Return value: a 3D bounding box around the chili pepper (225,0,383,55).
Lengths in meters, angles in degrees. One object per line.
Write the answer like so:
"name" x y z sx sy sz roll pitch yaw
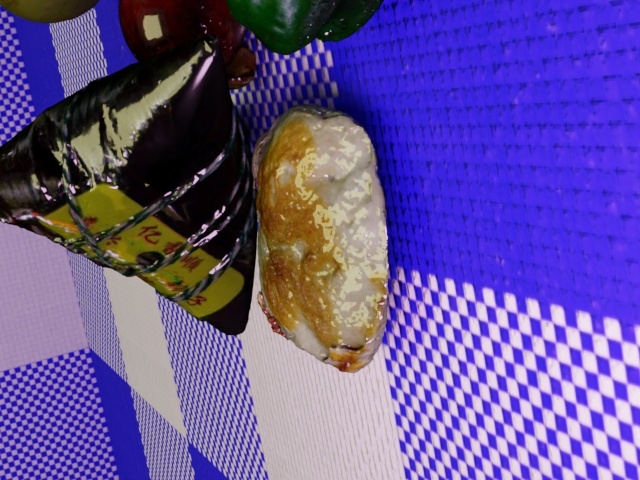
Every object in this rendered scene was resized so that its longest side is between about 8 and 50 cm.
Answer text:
"chili pepper" -0.007 -0.269 0.804 0.261 0.165 0.174 114 155 -61

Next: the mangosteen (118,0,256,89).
"mangosteen" -0.154 -0.257 1.184 0.166 0.166 0.180 57 176 38

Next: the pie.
"pie" 0.004 0.000 1.018 0.257 0.105 0.275 -147 50 -59

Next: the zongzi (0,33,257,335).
"zongzi" -0.153 -0.096 1.087 0.362 0.383 0.319 -27 64 34

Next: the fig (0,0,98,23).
"fig" -0.420 -0.472 1.573 0.271 0.239 0.239 -12 92 49
